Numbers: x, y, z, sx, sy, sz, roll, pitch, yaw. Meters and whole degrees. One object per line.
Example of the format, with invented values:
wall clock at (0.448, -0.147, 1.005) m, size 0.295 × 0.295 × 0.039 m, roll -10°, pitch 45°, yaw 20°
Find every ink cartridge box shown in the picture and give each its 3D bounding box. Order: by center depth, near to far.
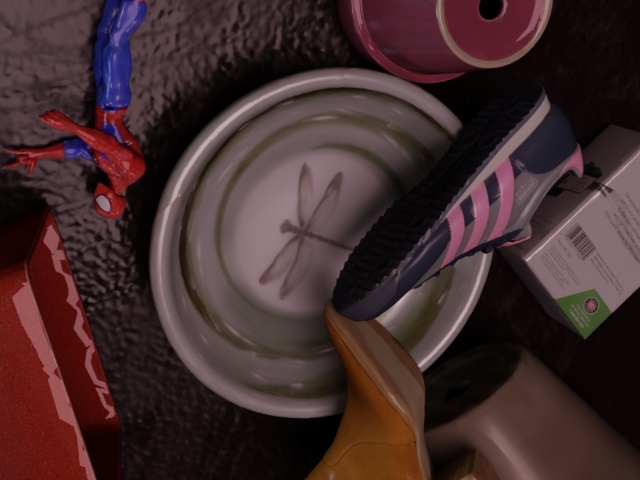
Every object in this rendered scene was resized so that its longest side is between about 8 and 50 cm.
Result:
ink cartridge box at (0.349, -0.014, 1.238) m, size 0.219 × 0.092 × 0.160 m, roll -43°, pitch 118°, yaw -3°

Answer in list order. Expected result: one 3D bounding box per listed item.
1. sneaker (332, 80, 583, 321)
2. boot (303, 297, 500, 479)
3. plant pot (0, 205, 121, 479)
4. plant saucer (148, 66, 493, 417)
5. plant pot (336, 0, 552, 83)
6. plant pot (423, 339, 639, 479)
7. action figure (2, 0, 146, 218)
sneaker at (0.155, -0.013, 1.041) m, size 0.319 × 0.112 × 0.131 m, roll -45°, pitch 115°, yaw -1°
boot at (0.037, 0.229, 1.089) m, size 0.211 × 0.104 × 0.295 m, roll -38°, pitch 91°, yaw 24°
plant pot at (-0.340, 0.145, 0.933) m, size 0.235 × 0.267 × 0.267 m, roll -15°, pitch 105°, yaw -7°
plant saucer at (0.000, 0.000, 1.105) m, size 0.400 × 0.100 × 0.400 m, roll -7°, pitch 111°, yaw -18°
plant pot at (0.139, -0.256, 1.024) m, size 0.201 × 0.180 × 0.201 m, roll -7°, pitch 110°, yaw -20°
plant pot at (0.239, 0.286, 1.210) m, size 0.323 × 0.323 × 0.280 m, roll -35°, pitch 99°, yaw -7°
action figure at (-0.240, -0.153, 0.966) m, size 0.139 × 0.091 × 0.280 m, roll -8°, pitch 110°, yaw -25°
